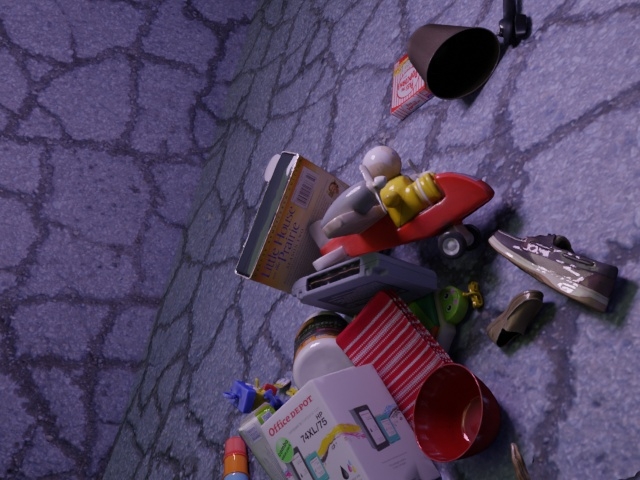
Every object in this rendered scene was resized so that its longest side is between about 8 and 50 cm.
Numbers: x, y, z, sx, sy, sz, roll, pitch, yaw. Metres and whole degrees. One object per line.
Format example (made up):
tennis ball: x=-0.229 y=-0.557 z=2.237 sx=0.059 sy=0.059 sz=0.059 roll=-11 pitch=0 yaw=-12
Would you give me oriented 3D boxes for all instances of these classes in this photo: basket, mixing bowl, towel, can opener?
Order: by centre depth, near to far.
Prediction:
mixing bowl: x=0.268 y=0.330 z=1.333 sx=0.181 sy=0.098 sz=0.181 roll=-36 pitch=43 yaw=42
towel: x=0.165 y=0.256 z=1.482 sx=0.274 sy=0.031 sz=0.199 roll=51 pitch=123 yaw=16
can opener: x=0.463 y=-0.548 z=1.740 sx=0.059 sy=0.073 sz=0.186 roll=83 pitch=-170 yaw=-53
basket: x=0.318 y=-0.472 z=1.820 sx=0.204 sy=0.154 sz=0.227 roll=-38 pitch=28 yaw=4

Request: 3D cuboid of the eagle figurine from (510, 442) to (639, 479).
eagle figurine: x=0.427 y=0.381 z=0.962 sx=0.299 sy=0.225 sz=0.226 roll=-17 pitch=94 yaw=21

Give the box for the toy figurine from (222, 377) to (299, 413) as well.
toy figurine: x=-0.161 y=0.463 z=1.895 sx=0.363 sy=0.217 sz=0.191 roll=14 pitch=82 yaw=64

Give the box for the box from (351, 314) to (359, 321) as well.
box: x=0.130 y=0.146 z=1.749 sx=0.027 sy=0.094 sz=0.136 roll=21 pitch=87 yaw=28

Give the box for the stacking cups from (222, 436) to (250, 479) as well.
stacking cups: x=-0.238 y=0.692 z=1.991 sx=0.096 sy=0.096 sz=0.316 roll=-51 pitch=31 yaw=29

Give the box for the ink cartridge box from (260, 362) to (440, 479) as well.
ink cartridge box: x=0.055 y=0.423 z=1.434 sx=0.198 sy=0.197 sz=0.270 roll=-49 pitch=62 yaw=33

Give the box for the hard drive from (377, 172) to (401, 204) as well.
hard drive: x=0.170 y=-0.122 z=1.962 sx=0.135 sy=0.022 sz=0.094 roll=-33 pitch=42 yaw=49

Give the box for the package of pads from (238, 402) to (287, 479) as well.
package of pads: x=-0.088 y=0.493 z=1.635 sx=0.101 sy=0.229 sz=0.296 roll=-36 pitch=-6 yaw=-10

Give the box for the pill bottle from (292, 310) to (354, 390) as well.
pill bottle: x=0.015 y=0.271 z=1.719 sx=0.162 sy=0.162 sz=0.278 roll=-62 pitch=7 yaw=10

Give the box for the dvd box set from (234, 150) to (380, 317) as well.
dvd box set: x=0.000 y=0.000 z=1.751 sx=0.062 sy=0.420 sz=0.307 roll=17 pitch=85 yaw=41

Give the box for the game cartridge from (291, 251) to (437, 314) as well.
game cartridge: x=0.100 y=0.101 z=1.563 sx=0.297 sy=0.198 sz=0.062 roll=-23 pitch=61 yaw=48

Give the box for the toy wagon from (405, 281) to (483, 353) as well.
toy wagon: x=0.215 y=0.196 z=1.579 sx=0.344 sy=0.068 sz=0.267 roll=-46 pitch=33 yaw=35

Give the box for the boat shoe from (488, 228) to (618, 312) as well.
boat shoe: x=0.423 y=0.034 z=1.296 sx=0.092 sy=0.103 sz=0.285 roll=-58 pitch=31 yaw=6

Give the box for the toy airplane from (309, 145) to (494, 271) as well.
toy airplane: x=0.138 y=-0.070 z=1.576 sx=0.386 sy=0.385 sz=0.272 roll=172 pitch=84 yaw=-73

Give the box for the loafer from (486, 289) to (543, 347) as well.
loafer: x=0.372 y=0.151 z=1.344 sx=0.050 sy=0.056 sz=0.148 roll=-98 pitch=30 yaw=-45

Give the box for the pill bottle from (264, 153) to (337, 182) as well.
pill bottle: x=-0.059 y=-0.184 z=2.217 sx=0.121 sy=0.216 sz=0.121 roll=-42 pitch=36 yaw=41

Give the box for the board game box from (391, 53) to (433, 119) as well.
board game box: x=0.267 y=-0.460 z=2.026 sx=0.147 sy=0.045 sz=0.193 roll=-34 pitch=41 yaw=48
